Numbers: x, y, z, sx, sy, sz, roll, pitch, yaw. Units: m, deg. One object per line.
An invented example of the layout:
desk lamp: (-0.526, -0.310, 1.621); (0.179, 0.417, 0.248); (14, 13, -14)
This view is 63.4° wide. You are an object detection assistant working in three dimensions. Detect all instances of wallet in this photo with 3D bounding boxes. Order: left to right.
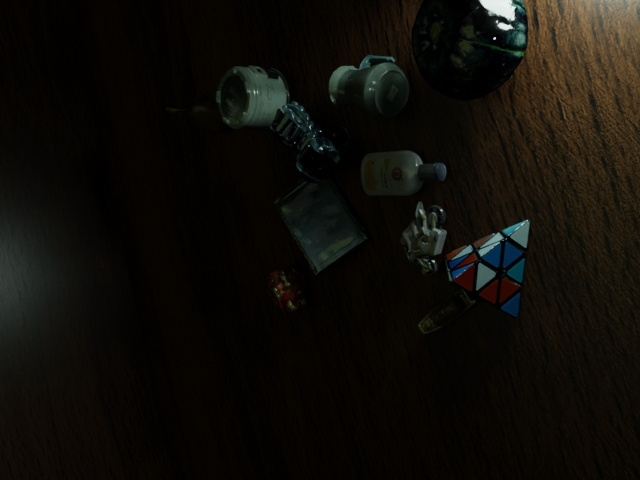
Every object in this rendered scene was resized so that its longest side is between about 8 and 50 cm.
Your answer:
wallet: (-0.001, -0.073, 1.864); (0.237, 0.075, 0.342); (-38, 68, 16)

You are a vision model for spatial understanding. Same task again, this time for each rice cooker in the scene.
rice cooker: (-0.241, -0.526, 1.936); (0.280, 0.227, 0.241); (47, 126, 31)

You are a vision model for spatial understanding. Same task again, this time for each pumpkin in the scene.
pumpkin: (0.382, -0.510, 1.303); (0.315, 0.239, 0.314); (-3, 86, 62)

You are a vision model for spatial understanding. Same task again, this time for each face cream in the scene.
face cream: (0.251, -0.206, 1.610); (0.291, 0.071, 0.143); (7, 103, 44)

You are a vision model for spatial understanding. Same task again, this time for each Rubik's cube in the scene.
Rubik's cube: (0.422, 0.115, 1.385); (0.284, 0.234, 0.249); (-22, 83, 45)

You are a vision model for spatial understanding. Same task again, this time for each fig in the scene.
fig: (-0.500, -0.565, 2.177); (0.191, 0.291, 0.190); (-30, 51, 46)

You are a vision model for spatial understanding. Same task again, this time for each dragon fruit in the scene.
dragon fruit: (-0.121, 0.189, 2.031); (0.167, 0.160, 0.171); (-23, 83, 13)

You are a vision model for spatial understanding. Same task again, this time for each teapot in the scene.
teapot: (0.152, -0.481, 1.607); (0.225, 0.171, 0.203); (28, 86, 47)

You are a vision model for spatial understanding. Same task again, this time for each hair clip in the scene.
hair clip: (-0.026, -0.327, 1.760); (0.194, 0.206, 0.310); (-47, 56, 24)

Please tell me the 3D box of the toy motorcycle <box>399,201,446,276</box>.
toy motorcycle: (0.309, -0.008, 1.592); (0.152, 0.073, 0.224); (21, 114, 44)

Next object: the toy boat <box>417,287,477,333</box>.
toy boat: (0.373, 0.216, 1.560); (0.226, 0.088, 0.068); (-47, 66, 40)
